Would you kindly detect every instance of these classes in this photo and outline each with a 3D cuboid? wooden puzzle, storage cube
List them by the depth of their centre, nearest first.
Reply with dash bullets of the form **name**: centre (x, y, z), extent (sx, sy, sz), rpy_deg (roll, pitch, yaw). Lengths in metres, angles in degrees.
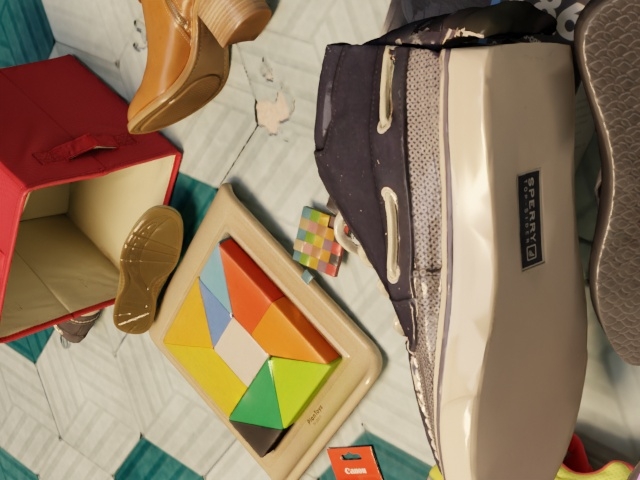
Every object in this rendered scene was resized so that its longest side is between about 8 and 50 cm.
- **wooden puzzle**: centre (0.000, 0.000, 0.958), extent (0.049, 0.006, 0.083), rpy_deg (22, 105, 33)
- **wooden puzzle**: centre (-0.068, 0.099, 1.046), extent (0.238, 0.044, 0.221), rpy_deg (50, 133, 20)
- **storage cube**: centre (-0.284, -0.047, 1.101), extent (0.193, 0.184, 0.215), rpy_deg (42, 129, 26)

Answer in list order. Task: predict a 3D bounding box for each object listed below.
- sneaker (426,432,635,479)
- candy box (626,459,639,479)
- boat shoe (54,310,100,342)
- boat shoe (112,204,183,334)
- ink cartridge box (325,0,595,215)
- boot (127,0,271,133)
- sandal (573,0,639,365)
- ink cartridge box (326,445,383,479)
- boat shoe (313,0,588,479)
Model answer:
- **sneaker**: centre (0.166, 0.188, 0.843), extent (0.208, 0.081, 0.094), rpy_deg (6, 71, 54)
- **candy box**: centre (0.305, 0.130, 0.680), extent (0.165, 0.070, 0.196), rpy_deg (39, 128, 27)
- **boat shoe**: centre (-0.329, 0.041, 1.255), extent (0.206, 0.075, 0.065), rpy_deg (35, 123, 24)
- **boat shoe**: centre (-0.171, 0.023, 1.102), extent (0.048, 0.056, 0.153), rpy_deg (-93, 17, -57)
- **ink cartridge box**: centre (0.119, -0.122, 0.776), extent (0.165, 0.065, 0.332), rpy_deg (37, 126, 29)
- **boot**: centre (-0.138, -0.202, 0.990), extent (0.197, 0.073, 0.152), rpy_deg (-42, 75, 31)
- **sandal**: centre (0.215, -0.040, 0.708), extent (0.097, 0.054, 0.254), rpy_deg (-7, 111, 4)
- **ink cartridge box**: centre (0.035, 0.247, 1.010), extent (0.063, 0.029, 0.115), rpy_deg (-15, 94, 46)
- **boat shoe**: centre (0.081, 0.014, 0.746), extent (0.158, 0.127, 0.340), rpy_deg (12, 106, 47)
